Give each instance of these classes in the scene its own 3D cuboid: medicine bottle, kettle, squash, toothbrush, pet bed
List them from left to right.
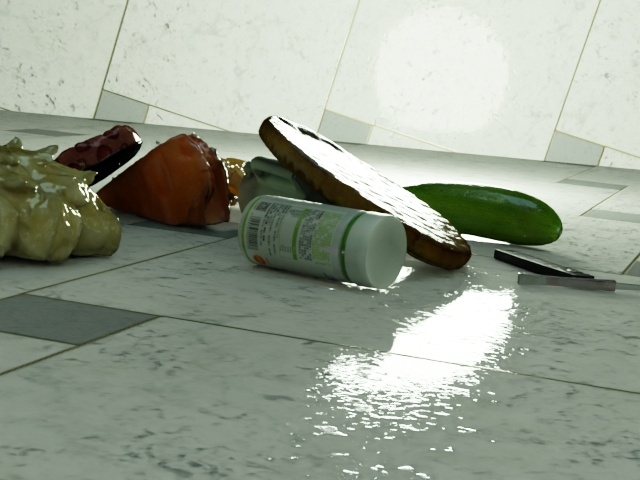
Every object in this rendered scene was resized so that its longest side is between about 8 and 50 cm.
[{"bbox_3d":[-0.333,-0.100,1.807,0.201,0.053,0.201,-31,5,3],"label":"pet bed"},{"bbox_3d":[-0.036,-0.066,1.802,0.098,0.127,0.148,-22,25,-33],"label":"kettle"},{"bbox_3d":[0.000,0.000,1.485,0.183,0.086,0.086,11,10,35],"label":"medicine bottle"},{"bbox_3d":[0.224,-0.046,1.939,0.292,0.082,0.082,10,10,31],"label":"squash"},{"bbox_3d":[0.334,0.053,1.565,0.194,0.014,0.017,4,9,-6],"label":"toothbrush"}]

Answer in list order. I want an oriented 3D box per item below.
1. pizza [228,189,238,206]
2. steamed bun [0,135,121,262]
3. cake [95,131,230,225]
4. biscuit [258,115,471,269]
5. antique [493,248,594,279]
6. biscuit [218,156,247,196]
[{"bbox_3d":[-0.161,-0.063,2.039,0.100,0.029,0.099,0,17,-17],"label":"pizza"},{"bbox_3d":[-0.374,-0.055,1.488,0.295,0.137,0.292,3,5,1],"label":"steamed bun"},{"bbox_3d":[-0.231,-0.083,1.867,0.098,0.135,0.287,-21,14,-38],"label":"cake"},{"bbox_3d":[0.056,-0.060,1.646,0.318,0.040,0.318,32,11,-7],"label":"biscuit"},{"bbox_3d":[0.284,0.033,1.664,0.031,0.015,0.192,1,9,-24],"label":"antique"},{"bbox_3d":[-0.098,-0.079,2.027,0.170,0.050,0.170,21,12,-5],"label":"biscuit"}]
